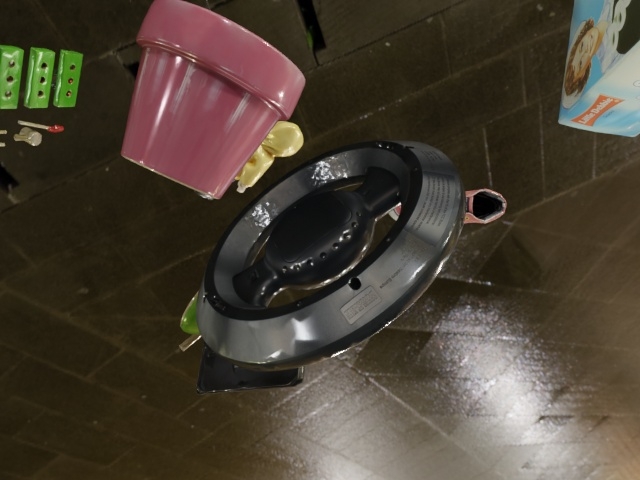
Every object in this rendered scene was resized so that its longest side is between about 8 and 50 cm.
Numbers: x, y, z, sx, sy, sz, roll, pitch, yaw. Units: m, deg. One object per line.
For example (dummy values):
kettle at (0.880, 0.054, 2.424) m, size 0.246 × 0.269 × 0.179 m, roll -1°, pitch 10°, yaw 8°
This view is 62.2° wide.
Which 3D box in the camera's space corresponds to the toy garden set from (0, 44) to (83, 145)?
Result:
toy garden set at (-0.565, -0.258, 0.978) m, size 0.049 × 0.244 × 0.203 m, roll 26°, pitch 113°, yaw 14°

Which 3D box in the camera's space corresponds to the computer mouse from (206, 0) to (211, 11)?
computer mouse at (-0.184, -0.379, 0.895) m, size 0.071 × 0.041 × 0.242 m, roll -8°, pitch 133°, yaw 1°

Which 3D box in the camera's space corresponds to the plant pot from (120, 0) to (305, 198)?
plant pot at (-0.146, -0.158, 0.647) m, size 0.201 × 0.201 × 0.180 m, roll 25°, pitch 91°, yaw -35°

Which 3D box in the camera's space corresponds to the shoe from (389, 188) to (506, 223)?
shoe at (0.197, -0.056, 0.823) m, size 0.178 × 0.081 × 0.063 m, roll 1°, pitch 87°, yaw -23°

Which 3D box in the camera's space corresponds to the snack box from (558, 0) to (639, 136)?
snack box at (0.219, -0.244, 0.299) m, size 0.060 × 0.321 × 0.187 m, roll 12°, pitch 168°, yaw 2°

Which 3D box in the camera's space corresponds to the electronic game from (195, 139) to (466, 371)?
electronic game at (0.000, 0.000, 0.410) m, size 0.229 × 0.229 × 0.048 m, roll -32°, pitch 121°, yaw 7°

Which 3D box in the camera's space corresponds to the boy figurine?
boy figurine at (-0.171, -0.204, 1.220) m, size 0.285 × 0.177 × 0.092 m, roll -25°, pitch 156°, yaw 19°

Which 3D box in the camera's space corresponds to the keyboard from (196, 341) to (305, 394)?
keyboard at (-0.097, 0.161, 0.756) m, size 0.180 × 0.108 × 0.023 m, roll -12°, pitch 147°, yaw 27°

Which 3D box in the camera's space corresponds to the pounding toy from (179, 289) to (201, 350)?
pounding toy at (-0.200, 0.160, 1.139) m, size 0.183 × 0.110 × 0.237 m, roll -47°, pitch 169°, yaw -36°
